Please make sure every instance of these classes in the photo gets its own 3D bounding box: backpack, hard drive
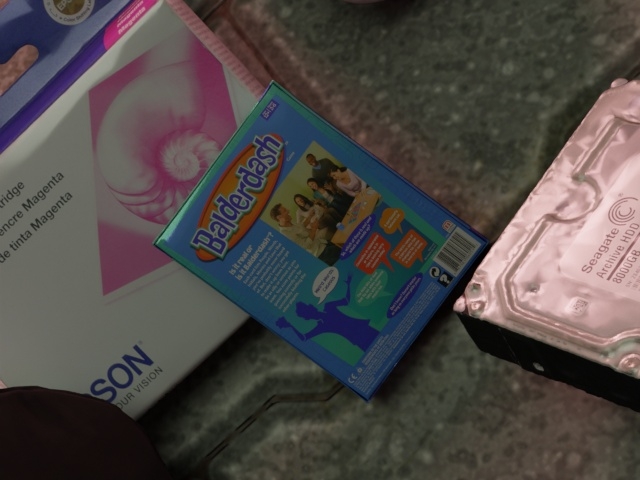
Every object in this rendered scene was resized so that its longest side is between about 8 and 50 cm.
[{"bbox_3d":[-0.334,0.253,1.428,0.273,0.290,0.355,54,129,23],"label":"backpack"},{"bbox_3d":[0.286,0.019,1.221,0.339,0.064,0.237,21,65,42],"label":"hard drive"}]

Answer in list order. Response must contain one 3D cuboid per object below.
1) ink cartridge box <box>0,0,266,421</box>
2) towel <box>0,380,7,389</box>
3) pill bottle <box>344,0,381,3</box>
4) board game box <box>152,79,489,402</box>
[{"bbox_3d":[-0.188,-0.039,1.468,0.324,0.071,0.330,-43,94,12],"label":"ink cartridge box"},{"bbox_3d":[-0.422,0.048,1.608,0.332,0.053,0.316,-6,69,2],"label":"towel"},{"bbox_3d":[-0.033,-0.344,1.513,0.323,0.181,0.181,39,94,33],"label":"pill bottle"},{"bbox_3d":[0.000,0.000,1.396,0.210,0.047,0.160,37,94,-3],"label":"board game box"}]
